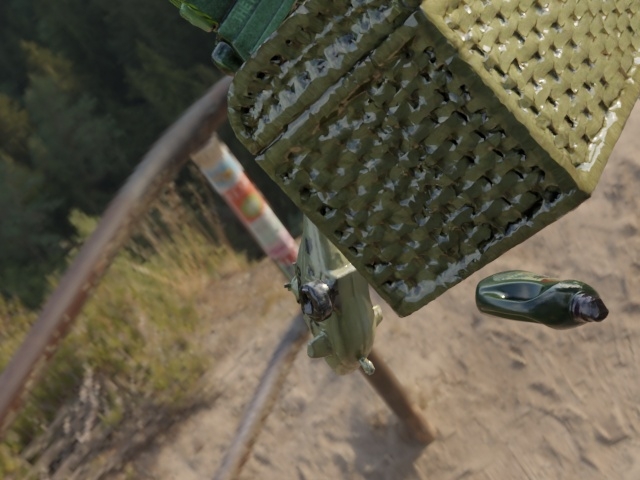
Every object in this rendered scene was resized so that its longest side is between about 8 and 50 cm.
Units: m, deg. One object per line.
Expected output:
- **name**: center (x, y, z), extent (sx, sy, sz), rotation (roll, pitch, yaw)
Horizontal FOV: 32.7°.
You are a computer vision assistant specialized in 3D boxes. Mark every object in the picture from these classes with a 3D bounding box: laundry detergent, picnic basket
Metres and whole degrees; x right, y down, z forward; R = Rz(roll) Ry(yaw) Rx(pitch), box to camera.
- **laundry detergent**: center (0.332, 0.093, 1.611), extent (0.144, 0.078, 0.221), rotation (-4, 7, -22)
- **picnic basket**: center (0.066, -0.095, 0.556), extent (0.134, 0.154, 0.196), rotation (-38, 10, 43)

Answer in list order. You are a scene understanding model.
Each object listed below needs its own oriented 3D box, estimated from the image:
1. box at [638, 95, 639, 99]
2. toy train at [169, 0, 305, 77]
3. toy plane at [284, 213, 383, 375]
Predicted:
- **box**: center (0.473, -0.283, 1.474), extent (0.048, 0.265, 0.273), rotation (-40, 3, -14)
- **toy train**: center (-0.063, -0.368, 1.360), extent (0.330, 0.178, 0.138), rotation (-57, 8, -2)
- **toy plane**: center (0.000, 0.000, 0.986), extent (0.092, 0.286, 0.108), rotation (-27, 33, -27)
